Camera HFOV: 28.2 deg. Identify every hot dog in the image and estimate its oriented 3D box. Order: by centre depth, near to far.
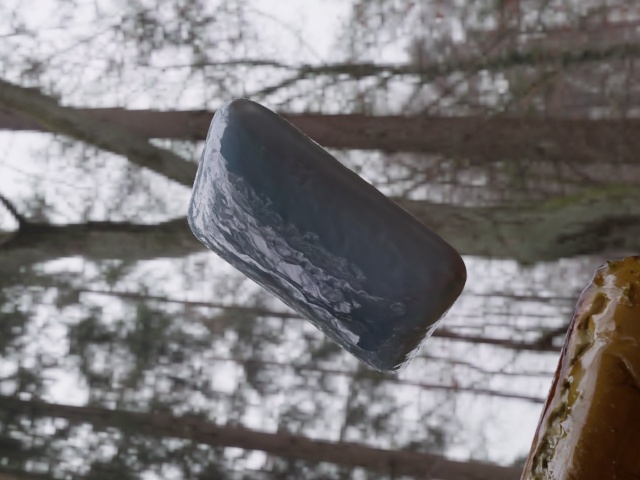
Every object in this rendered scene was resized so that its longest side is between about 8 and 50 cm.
[{"bbox_3d":[0.143,0.132,0.668,0.115,0.072,0.269,33,-107,-52],"label":"hot dog"}]

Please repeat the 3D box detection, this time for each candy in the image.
[{"bbox_3d":[0.000,0.000,0.764,0.071,0.174,0.138,-49,-8,-30],"label":"candy"}]
